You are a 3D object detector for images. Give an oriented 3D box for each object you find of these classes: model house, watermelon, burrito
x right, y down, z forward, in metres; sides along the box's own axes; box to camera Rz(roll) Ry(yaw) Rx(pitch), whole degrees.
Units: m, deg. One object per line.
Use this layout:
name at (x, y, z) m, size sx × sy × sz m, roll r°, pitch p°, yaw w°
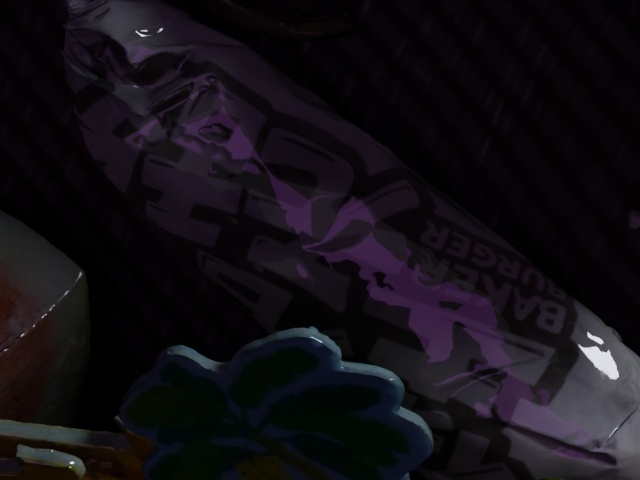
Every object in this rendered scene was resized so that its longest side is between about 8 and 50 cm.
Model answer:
model house at (-0.081, 0.197, 0.831) m, size 0.313 × 0.242 × 0.358 m, roll 35°, pitch 131°, yaw -26°
watermelon at (-0.263, 0.126, 0.985) m, size 0.310 × 0.232 × 0.193 m, roll -46°, pitch 53°, yaw 31°
burrito at (0.000, 0.000, 0.957) m, size 0.445 × 0.101 × 0.139 m, roll 39°, pitch 116°, yaw 2°

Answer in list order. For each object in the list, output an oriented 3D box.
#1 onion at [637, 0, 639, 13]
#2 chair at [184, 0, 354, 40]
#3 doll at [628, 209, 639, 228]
onion at (0.247, -0.178, 0.786) m, size 0.272 × 0.230 × 0.256 m, roll -34°, pitch 74°, yaw -5°
chair at (0.011, -0.243, 0.895) m, size 0.188 × 0.166 × 0.272 m, roll 48°, pitch 147°, yaw 2°
doll at (0.254, -0.030, 0.917) m, size 0.161 × 0.059 × 0.160 m, roll 14°, pitch 100°, yaw 10°
